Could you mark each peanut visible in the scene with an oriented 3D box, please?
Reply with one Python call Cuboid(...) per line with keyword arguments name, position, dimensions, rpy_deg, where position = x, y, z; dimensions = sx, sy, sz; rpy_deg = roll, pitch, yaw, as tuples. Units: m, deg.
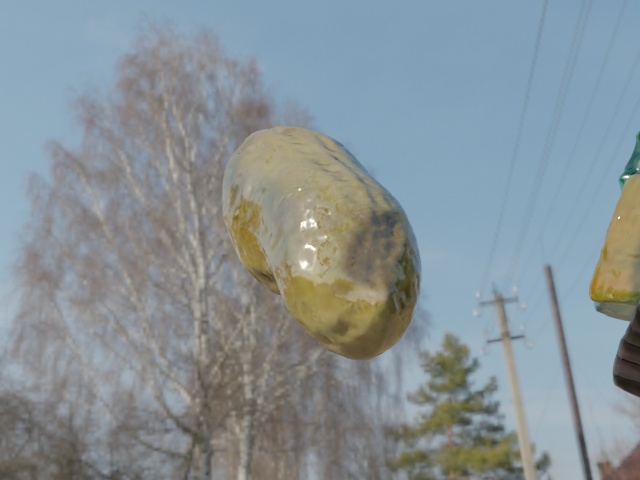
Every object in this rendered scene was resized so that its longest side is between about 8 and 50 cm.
Cuboid(name="peanut", position=(0.000, 0.000, 0.672), dimensions=(0.120, 0.236, 0.110), rpy_deg=(-46, -53, 9))

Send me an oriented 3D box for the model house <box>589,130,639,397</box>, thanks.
Cuboid(name="model house", position=(0.291, 0.005, 0.482), dimensions=(0.281, 0.230, 0.249), rpy_deg=(17, -8, 16))
